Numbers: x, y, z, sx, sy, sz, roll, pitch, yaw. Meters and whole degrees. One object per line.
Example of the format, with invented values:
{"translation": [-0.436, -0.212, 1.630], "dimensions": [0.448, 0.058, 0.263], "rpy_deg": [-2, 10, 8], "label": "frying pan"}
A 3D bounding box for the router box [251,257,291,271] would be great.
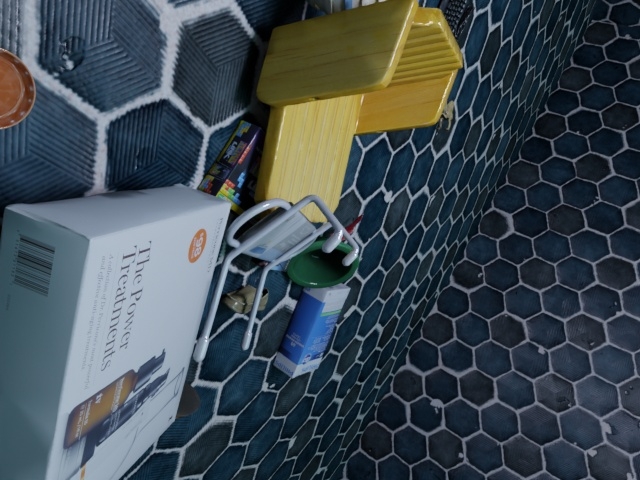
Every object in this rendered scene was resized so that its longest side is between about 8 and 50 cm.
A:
{"translation": [-0.087, 0.004, 0.991], "dimensions": [0.092, 0.038, 0.123], "rpy_deg": [16, 100, -62], "label": "router box"}

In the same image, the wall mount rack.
{"translation": [-0.085, 0.062, 0.804], "dimensions": [0.304, 0.131, 0.350], "rpy_deg": [-37, 166, 4], "label": "wall mount rack"}

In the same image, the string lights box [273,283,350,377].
{"translation": [-0.022, 0.235, 1.257], "dimensions": [0.133, 0.076, 0.260], "rpy_deg": [5, 110, -59], "label": "string lights box"}

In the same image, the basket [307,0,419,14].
{"translation": [0.099, -0.485, 0.680], "dimensions": [0.288, 0.201, 0.255], "rpy_deg": [-22, 142, -7], "label": "basket"}

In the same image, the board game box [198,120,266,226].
{"translation": [-0.121, -0.108, 0.830], "dimensions": [0.141, 0.048, 0.170], "rpy_deg": [-59, 152, -6], "label": "board game box"}

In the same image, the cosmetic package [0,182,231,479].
{"translation": [-0.250, 0.130, 0.562], "dimensions": [0.284, 0.097, 0.378], "rpy_deg": [-46, 154, -73], "label": "cosmetic package"}

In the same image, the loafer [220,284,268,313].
{"translation": [-0.156, 0.119, 0.964], "dimensions": [0.050, 0.056, 0.148], "rpy_deg": [-66, 162, 4], "label": "loafer"}

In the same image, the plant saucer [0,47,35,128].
{"translation": [-0.337, -0.155, 0.467], "dimensions": [0.083, 0.013, 0.084], "rpy_deg": [-41, 145, -36], "label": "plant saucer"}

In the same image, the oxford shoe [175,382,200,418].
{"translation": [-0.313, 0.318, 0.874], "dimensions": [0.076, 0.076, 0.212], "rpy_deg": [-36, 158, 15], "label": "oxford shoe"}

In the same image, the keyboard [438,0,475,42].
{"translation": [0.362, -0.600, 1.234], "dimensions": [0.201, 0.033, 0.317], "rpy_deg": [4, 111, -60], "label": "keyboard"}

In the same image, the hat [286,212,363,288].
{"translation": [0.000, 0.000, 1.146], "dimensions": [0.173, 0.184, 0.208], "rpy_deg": [-36, 135, 26], "label": "hat"}

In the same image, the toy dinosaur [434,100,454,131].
{"translation": [0.402, -0.393, 1.452], "dimensions": [0.183, 0.053, 0.093], "rpy_deg": [22, 93, -62], "label": "toy dinosaur"}

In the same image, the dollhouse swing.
{"translation": [0.080, -0.187, 0.826], "dimensions": [0.346, 0.314, 0.305], "rpy_deg": [-5, 94, -64], "label": "dollhouse swing"}
